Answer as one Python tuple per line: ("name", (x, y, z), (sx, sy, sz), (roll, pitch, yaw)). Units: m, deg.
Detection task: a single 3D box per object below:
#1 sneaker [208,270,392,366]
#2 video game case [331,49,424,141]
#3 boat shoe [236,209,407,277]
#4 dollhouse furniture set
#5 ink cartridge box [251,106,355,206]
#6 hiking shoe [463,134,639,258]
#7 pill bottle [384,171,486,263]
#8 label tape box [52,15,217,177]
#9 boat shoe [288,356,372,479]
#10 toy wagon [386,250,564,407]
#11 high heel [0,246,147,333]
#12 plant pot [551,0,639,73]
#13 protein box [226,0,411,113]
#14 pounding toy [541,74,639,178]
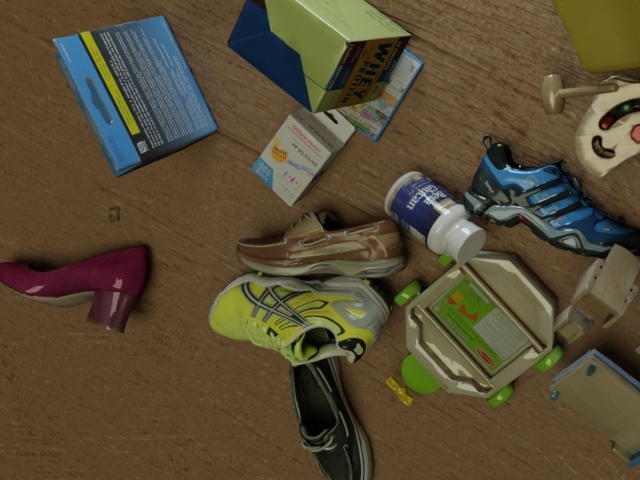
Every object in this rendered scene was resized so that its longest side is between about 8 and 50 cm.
("sneaker", (-0.063, 0.149, 1.847), (0.384, 0.147, 0.145), (-6, 129, 34))
("video game case", (0.089, -0.270, 1.729), (0.119, 0.015, 0.166), (36, 119, 9))
("boat shoe", (0.000, 0.000, 1.816), (0.324, 0.123, 0.117), (1, 101, 19))
("dollhouse furniture set", (0.496, 0.171, 1.628), (0.286, 0.198, 0.303), (37, 142, 3))
("ink cartridge box", (-0.032, -0.163, 1.789), (0.104, 0.061, 0.181), (43, 125, 6))
("hiking shoe", (0.386, -0.062, 1.607), (0.304, 0.113, 0.132), (20, 104, 10))
("pill bottle", (0.196, -0.036, 1.684), (0.169, 0.094, 0.094), (41, 122, 33))
("label tape box", (-0.348, -0.249, 1.759), (0.105, 0.333, 0.241), (-22, 97, 30))
("boat shoe", (0.001, 0.357, 1.929), (0.121, 0.119, 0.335), (-13, 101, 28))
("toy wagon", (0.252, 0.169, 1.776), (0.267, 0.068, 0.344), (48, 121, 4))
("high heel", (-0.523, 0.059, 2.108), (0.377, 0.127, 0.181), (17, 86, 24))
("plant pot", (0.456, -0.352, 1.428), (0.187, 0.212, 0.212), (-24, 96, 43))
("protein box", (-0.001, -0.327, 1.630), (0.200, 0.201, 0.136), (40, 121, 18))
("pounding toy", (0.462, -0.166, 1.507), (0.269, 0.155, 0.154), (8, 106, 23))
